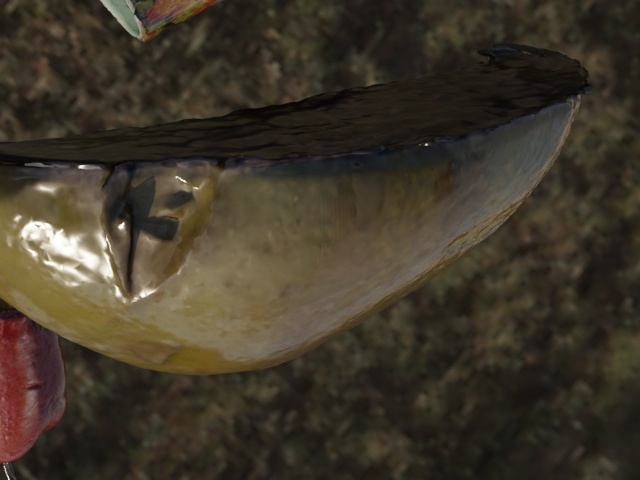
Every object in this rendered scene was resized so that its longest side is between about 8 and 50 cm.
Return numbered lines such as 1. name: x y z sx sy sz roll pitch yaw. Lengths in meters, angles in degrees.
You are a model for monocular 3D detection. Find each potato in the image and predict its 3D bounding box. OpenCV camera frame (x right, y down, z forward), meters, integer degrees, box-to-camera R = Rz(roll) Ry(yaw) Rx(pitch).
1. potato: 0.002 0.002 0.664 0.261 0.120 0.100 -11 110 -32

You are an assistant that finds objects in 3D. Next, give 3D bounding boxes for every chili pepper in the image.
1. chili pepper: -0.210 0.100 1.245 0.084 0.086 0.192 -21 133 -25

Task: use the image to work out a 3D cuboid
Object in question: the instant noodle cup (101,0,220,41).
1. instant noodle cup: -0.108 -0.274 1.373 0.190 0.251 0.251 -36 150 -7
